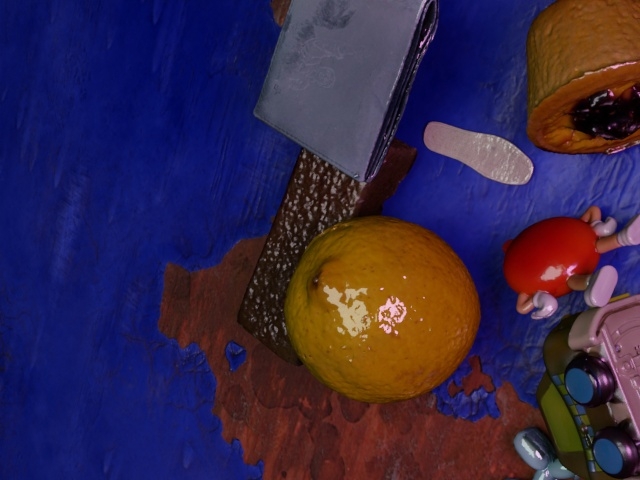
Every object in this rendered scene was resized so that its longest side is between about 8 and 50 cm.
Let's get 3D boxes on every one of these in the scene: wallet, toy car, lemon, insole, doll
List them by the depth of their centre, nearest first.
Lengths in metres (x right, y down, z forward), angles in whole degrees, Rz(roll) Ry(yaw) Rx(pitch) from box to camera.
[{"bbox_3d":[0.363,0.206,1.054,0.198,0.204,0.247,-35,70,58],"label":"toy car"},{"bbox_3d":[0.317,0.030,1.097,0.183,0.085,0.217,-52,23,-22],"label":"doll"},{"bbox_3d":[0.318,0.358,1.154,0.159,0.059,0.159,24,105,36],"label":"doll"},{"bbox_3d":[0.087,0.098,1.192,0.293,0.293,0.292,1,92,39],"label":"lemon"},{"bbox_3d":[0.030,-0.265,1.228,0.251,0.054,0.290,37,118,33],"label":"wallet"},{"bbox_3d":[0.232,-0.133,1.241,0.192,0.010,0.063,27,108,35],"label":"insole"}]

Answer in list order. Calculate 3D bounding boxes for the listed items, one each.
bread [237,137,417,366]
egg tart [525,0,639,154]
[{"bbox_3d":[0.000,0.000,1.368,0.165,0.113,0.416,38,115,33],"label":"bread"},{"bbox_3d":[0.351,-0.207,1.032,0.215,0.215,0.170,-23,63,37],"label":"egg tart"}]
